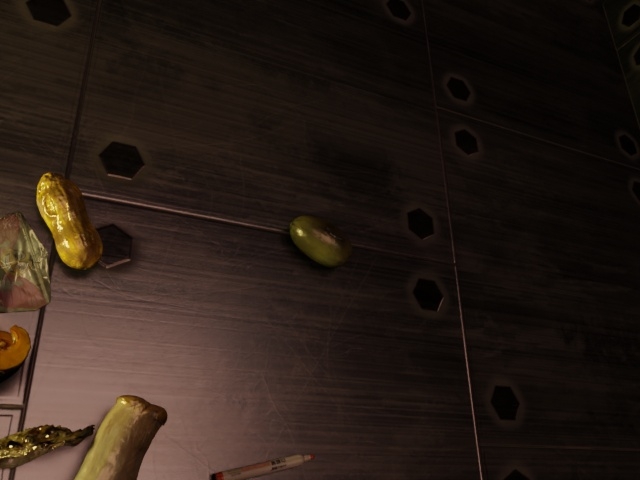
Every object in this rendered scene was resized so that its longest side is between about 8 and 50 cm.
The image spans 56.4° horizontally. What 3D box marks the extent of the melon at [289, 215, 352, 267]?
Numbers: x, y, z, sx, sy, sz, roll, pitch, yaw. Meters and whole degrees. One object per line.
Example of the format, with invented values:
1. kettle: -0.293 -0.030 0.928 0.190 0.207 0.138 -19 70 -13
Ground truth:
1. melon: 0.000 0.000 1.410 0.162 0.099 0.099 34 55 -6

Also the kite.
1. kite: -0.675 0.065 1.067 0.360 0.022 0.204 -13 74 -36

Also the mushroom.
1. mushroom: -0.374 0.408 0.974 0.123 0.095 0.351 55 43 -26

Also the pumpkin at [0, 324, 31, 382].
1. pumpkin: -0.592 0.190 0.994 0.183 0.108 0.119 22 28 -20

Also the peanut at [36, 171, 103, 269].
1. peanut: -0.494 -0.038 1.174 0.087 0.087 0.207 -21 81 -34

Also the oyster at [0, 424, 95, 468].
1. oyster: -0.470 0.338 0.998 0.177 0.105 0.056 -15 83 -8

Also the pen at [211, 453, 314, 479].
1. pen: -0.107 0.450 1.180 0.218 0.026 0.026 -2 68 -29
